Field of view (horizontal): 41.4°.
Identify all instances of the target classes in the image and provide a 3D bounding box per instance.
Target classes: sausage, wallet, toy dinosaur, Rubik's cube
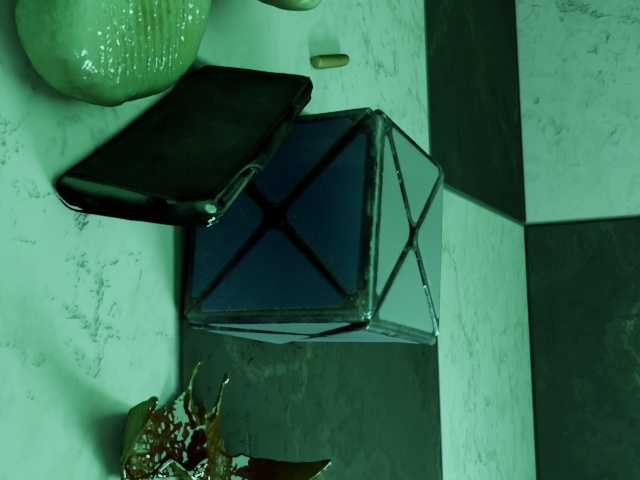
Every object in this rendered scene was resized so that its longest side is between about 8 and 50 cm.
[{"bbox_3d":[0.020,-0.303,1.428,0.132,0.024,0.024,-28,111,-62],"label":"sausage"},{"bbox_3d":[-0.126,-0.113,0.921,0.318,0.172,0.045,-60,153,-52],"label":"wallet"},{"bbox_3d":[-0.118,0.234,0.947,0.327,0.113,0.206,65,32,-34],"label":"toy dinosaur"},{"bbox_3d":[0.000,0.000,1.075,0.255,0.259,0.260,26,67,-60],"label":"Rubik's cube"}]

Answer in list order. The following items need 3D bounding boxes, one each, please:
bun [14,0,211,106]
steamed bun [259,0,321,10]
[{"bbox_3d":[-0.204,-0.236,0.817,0.212,0.126,0.204,-18,128,-59],"label":"bun"},{"bbox_3d":[-0.074,-0.464,1.055,0.276,0.203,0.289,-53,137,-19],"label":"steamed bun"}]
